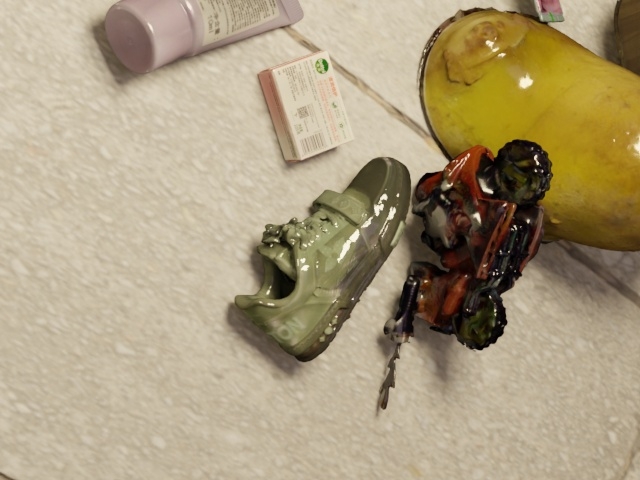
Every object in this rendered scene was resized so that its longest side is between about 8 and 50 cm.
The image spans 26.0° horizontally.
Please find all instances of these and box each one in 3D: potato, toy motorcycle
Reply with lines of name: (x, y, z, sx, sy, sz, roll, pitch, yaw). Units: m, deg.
potato: (0.368, -0.160, 1.875, 0.290, 0.296, 0.397, -39, 111, -25)
toy motorcycle: (0.176, 0.043, 1.848, 0.134, 0.207, 0.401, 2, 108, -42)

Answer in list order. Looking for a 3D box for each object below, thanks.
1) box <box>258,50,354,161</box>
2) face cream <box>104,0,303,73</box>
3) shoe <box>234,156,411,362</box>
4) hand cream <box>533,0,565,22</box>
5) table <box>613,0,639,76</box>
box: (-0.019, -0.173, 1.792, 0.089, 0.043, 0.125, -22, 101, -27)
face cream: (-0.137, -0.298, 1.706, 0.274, 0.096, 0.154, -34, 105, -38)
shoe: (-0.002, -0.001, 1.766, 0.149, 0.109, 0.293, 33, 80, -32)
hand cream: (0.288, -0.436, 1.931, 0.079, 0.050, 0.275, -14, 90, -31)
table: (0.621, -0.242, 1.996, 0.317, 0.249, 0.317, 0, 90, -44)
